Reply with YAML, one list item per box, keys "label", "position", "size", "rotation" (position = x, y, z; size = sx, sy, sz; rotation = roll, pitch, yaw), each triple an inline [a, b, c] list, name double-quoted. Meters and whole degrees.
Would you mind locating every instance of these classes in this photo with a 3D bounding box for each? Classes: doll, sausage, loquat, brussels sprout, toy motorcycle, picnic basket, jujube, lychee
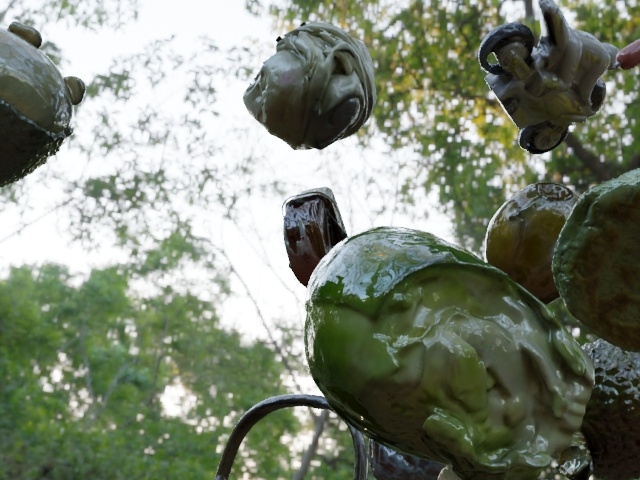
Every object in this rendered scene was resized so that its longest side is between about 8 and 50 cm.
- label: "doll"
  position: [-0.536, -0.177, 1.408]
  size: [0.349, 0.247, 0.247]
  rotation: [-38, -47, 19]
- label: "sausage"
  position: [0.455, -0.269, 1.145]
  size: [0.223, 0.029, 0.029]
  rotation: [-31, -30, -9]
- label: "loquat"
  position: [0.365, 0.014, 1.545]
  size: [0.179, 0.179, 0.227]
  rotation: [9, -60, -4]
- label: "brussels sprout"
  position: [0.148, 0.138, 1.157]
  size: [0.371, 0.275, 0.315]
  rotation: [30, -11, -11]
- label: "toy motorcycle"
  position: [0.399, -0.281, 1.553]
  size: [0.223, 0.107, 0.341]
  rotation: [-32, -38, 13]
- label: "picnic basket"
  position: [-0.056, 0.391, 1.418]
  size: [0.293, 0.337, 0.337]
  rotation: [-6, -31, 33]
- label: "jujube"
  position: [0.240, 0.408, 2.019]
  size: [0.226, 0.317, 0.226]
  rotation: [28, -18, 10]
- label: "lychee"
  position: [0.553, 0.327, 1.752]
  size: [0.320, 0.270, 0.270]
  rotation: [-34, -33, -6]

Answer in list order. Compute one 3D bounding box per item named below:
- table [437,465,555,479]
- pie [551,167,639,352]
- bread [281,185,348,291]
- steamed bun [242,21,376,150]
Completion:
- label: "table"
  position: [0.339, 0.497, 1.664]
  size: [0.227, 0.167, 0.167]
  rotation: [5, -28, -14]
- label: "pie"
  position: [0.472, 0.032, 1.282]
  size: [0.303, 0.067, 0.302]
  rotation: [5, -60, 8]
- label: "bread"
  position: [0.000, 0.000, 2.000]
  size: [0.142, 0.212, 0.224]
  rotation: [-12, -61, 15]
- label: "steamed bun"
  position: [0.006, -0.291, 1.903]
  size: [0.268, 0.207, 0.280]
  rotation: [-40, -34, 20]
